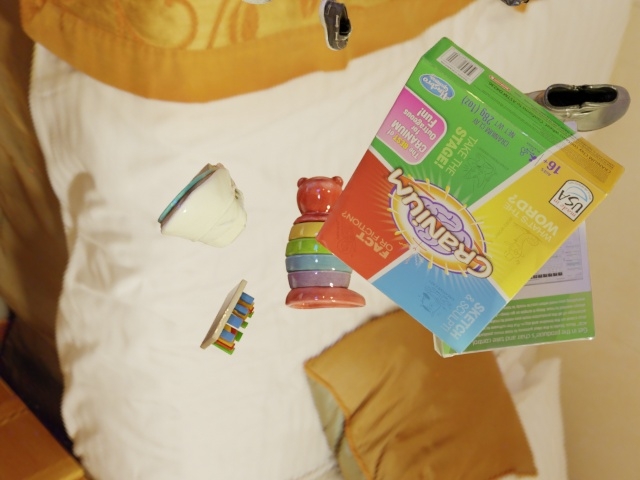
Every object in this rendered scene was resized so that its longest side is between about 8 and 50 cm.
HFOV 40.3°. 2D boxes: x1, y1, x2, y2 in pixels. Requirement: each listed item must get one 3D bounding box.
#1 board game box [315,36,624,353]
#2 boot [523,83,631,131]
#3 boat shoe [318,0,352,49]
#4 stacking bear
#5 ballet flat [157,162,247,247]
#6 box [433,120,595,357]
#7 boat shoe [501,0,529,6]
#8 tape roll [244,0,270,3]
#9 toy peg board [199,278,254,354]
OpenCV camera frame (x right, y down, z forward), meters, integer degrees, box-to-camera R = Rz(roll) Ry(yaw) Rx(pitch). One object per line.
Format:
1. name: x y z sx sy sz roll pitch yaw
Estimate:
1. board game box: 0.156 -0.039 1.018 0.064 0.242 0.316 -44 169 -44
2. boot: 0.460 -0.233 1.492 0.246 0.161 0.083 -7 92 -18
3. boat shoe: 0.030 -0.333 1.357 0.125 0.038 0.046 64 47 -65
4. stacking bear: 0.000 0.000 1.926 0.164 0.175 0.289 25 63 -68
5. ballet flat: -0.181 -0.056 1.511 0.139 0.139 0.400 -62 -173 8
6. box: 0.269 -0.003 1.275 0.232 0.058 0.322 -6 91 -4
7. boat shoe: 0.473 -0.570 1.978 0.065 0.183 0.083 -19 122 -21
8. tape roll: -0.103 -0.496 1.395 0.219 0.072 0.219 -37 143 -35
9. toy peg board: -0.209 0.196 2.116 0.161 0.079 0.160 -64 -170 -23
